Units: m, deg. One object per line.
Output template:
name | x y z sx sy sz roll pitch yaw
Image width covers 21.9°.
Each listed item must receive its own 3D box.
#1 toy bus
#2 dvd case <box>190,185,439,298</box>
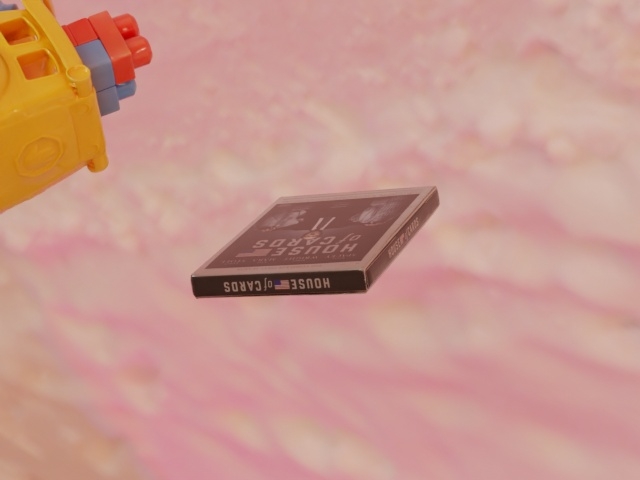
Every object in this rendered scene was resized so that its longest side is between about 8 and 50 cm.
toy bus | -0.255 -0.144 1.367 0.220 0.211 0.149 54 162 35
dvd case | 0.000 0.000 1.629 0.179 0.238 0.030 -3 108 22
